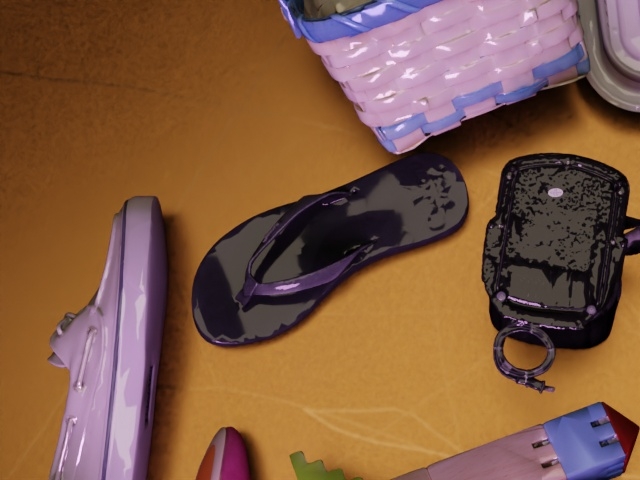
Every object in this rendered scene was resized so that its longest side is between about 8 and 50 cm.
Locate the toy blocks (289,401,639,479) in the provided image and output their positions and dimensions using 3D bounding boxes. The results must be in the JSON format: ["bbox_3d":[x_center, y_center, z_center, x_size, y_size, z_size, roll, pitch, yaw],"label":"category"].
[{"bbox_3d":[0.164,0.297,1.215,0.261,0.190,0.381,-20,62,-3],"label":"toy blocks"}]

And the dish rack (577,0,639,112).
[{"bbox_3d":[0.342,-0.279,1.313,0.286,0.072,0.332,-5,78,6],"label":"dish rack"}]

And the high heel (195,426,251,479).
[{"bbox_3d":[-0.048,0.274,1.315,0.117,0.082,0.244,9,67,-19],"label":"high heel"}]

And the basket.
[{"bbox_3d":[0.071,-0.234,1.275,0.255,0.201,0.289,-20,122,4],"label":"basket"}]

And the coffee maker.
[{"bbox_3d":[0.171,0.032,1.259,0.120,0.178,0.171,32,84,14],"label":"coffee maker"}]

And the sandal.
[{"bbox_3d":[0.000,-0.001,1.352,0.254,0.054,0.097,-30,78,2],"label":"sandal"}]

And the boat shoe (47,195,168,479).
[{"bbox_3d":[-0.179,0.094,1.347,0.088,0.096,0.267,5,89,4],"label":"boat shoe"}]
